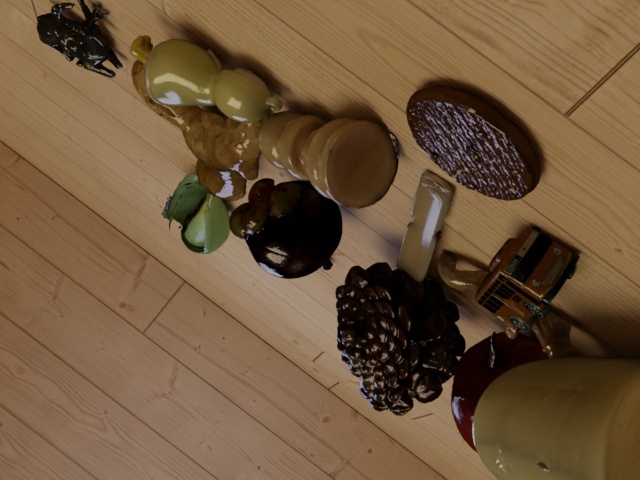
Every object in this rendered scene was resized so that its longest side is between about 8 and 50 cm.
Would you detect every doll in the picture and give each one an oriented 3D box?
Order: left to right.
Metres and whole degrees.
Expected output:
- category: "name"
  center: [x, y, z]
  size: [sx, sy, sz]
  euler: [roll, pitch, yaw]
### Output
- category: "doll"
  center: [-0.189, -0.274, 1.607]
  size: [0.296, 0.117, 0.141]
  euler: [16, 163, 20]

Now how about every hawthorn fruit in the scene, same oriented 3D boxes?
- category: "hawthorn fruit"
  center: [0.360, 0.275, 1.725]
  size: [0.254, 0.254, 0.300]
  euler: [21, 141, 43]

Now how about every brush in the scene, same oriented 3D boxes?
- category: "brush"
  center: [0.183, -0.024, 1.611]
  size: [0.060, 0.050, 0.321]
  euler: [36, 156, 15]

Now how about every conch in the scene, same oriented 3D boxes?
- category: "conch"
  center: [-0.308, -0.070, 2.310]
  size: [0.143, 0.137, 0.251]
  euler: [29, 161, 28]

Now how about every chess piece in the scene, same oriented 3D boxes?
- category: "chess piece"
  center: [-0.005, -0.145, 1.533]
  size: [0.261, 0.143, 0.143]
  euler: [23, 159, 52]

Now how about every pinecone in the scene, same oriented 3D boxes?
- category: "pinecone"
  center: [0.158, 0.188, 1.840]
  size: [0.242, 0.298, 0.296]
  euler: [-15, 168, 20]

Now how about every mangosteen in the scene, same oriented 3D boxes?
- category: "mangosteen"
  center: [-0.057, -0.028, 1.812]
  size: [0.210, 0.210, 0.210]
  euler: [34, 163, 12]

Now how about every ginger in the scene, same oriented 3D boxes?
- category: "ginger"
  center: [-0.195, -0.173, 1.849]
  size: [0.348, 0.122, 0.363]
  euler: [34, 155, 41]
- category: "ginger"
  center: [0.316, 0.111, 1.643]
  size: [0.288, 0.075, 0.089]
  euler: [32, 121, 23]

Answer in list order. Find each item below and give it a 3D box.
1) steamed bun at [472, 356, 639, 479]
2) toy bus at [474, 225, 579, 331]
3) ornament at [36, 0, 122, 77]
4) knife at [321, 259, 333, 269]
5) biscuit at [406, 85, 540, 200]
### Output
- category: "steamed bun"
  center: [0.505, 0.339, 1.483]
  size: [0.456, 0.290, 0.371]
  euler: [34, 167, -21]
- category: "toy bus"
  center: [0.316, 0.059, 1.463]
  size: [0.114, 0.098, 0.201]
  euler: [35, 164, 8]
- category: "ornament"
  center: [-0.491, -0.432, 1.839]
  size: [0.202, 0.080, 0.236]
  euler: [32, 165, 8]
- category: "knife"
  center: [0.000, 0.000, 2.083]
  size: [0.060, 0.028, 0.230]
  euler: [15, 152, 24]
- category: "biscuit"
  center: [0.206, -0.133, 1.281]
  size: [0.212, 0.036, 0.212]
  euler: [34, 162, 13]
